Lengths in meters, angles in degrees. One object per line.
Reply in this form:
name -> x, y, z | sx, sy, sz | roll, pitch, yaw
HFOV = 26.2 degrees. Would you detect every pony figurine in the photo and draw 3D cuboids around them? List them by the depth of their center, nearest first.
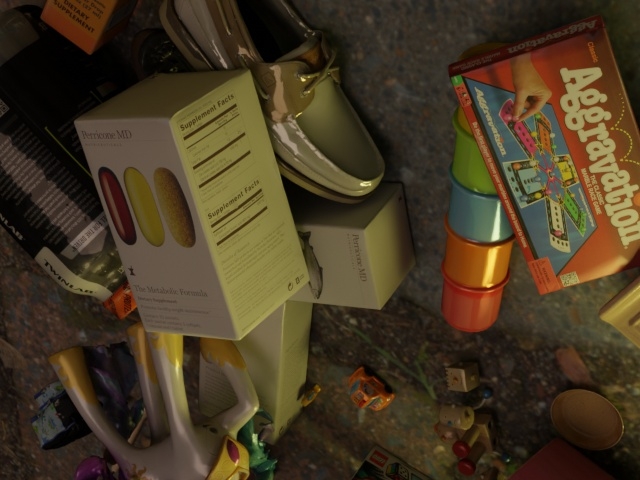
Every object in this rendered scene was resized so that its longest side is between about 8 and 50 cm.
pony figurine -> -0.187, 0.278, 1.628 | 0.351, 0.303, 0.363 | -24, 85, 37

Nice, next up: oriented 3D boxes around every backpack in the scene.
backpack -> -0.343, 0.232, 1.888 | 0.114, 0.105, 0.084 | -39, 73, 42

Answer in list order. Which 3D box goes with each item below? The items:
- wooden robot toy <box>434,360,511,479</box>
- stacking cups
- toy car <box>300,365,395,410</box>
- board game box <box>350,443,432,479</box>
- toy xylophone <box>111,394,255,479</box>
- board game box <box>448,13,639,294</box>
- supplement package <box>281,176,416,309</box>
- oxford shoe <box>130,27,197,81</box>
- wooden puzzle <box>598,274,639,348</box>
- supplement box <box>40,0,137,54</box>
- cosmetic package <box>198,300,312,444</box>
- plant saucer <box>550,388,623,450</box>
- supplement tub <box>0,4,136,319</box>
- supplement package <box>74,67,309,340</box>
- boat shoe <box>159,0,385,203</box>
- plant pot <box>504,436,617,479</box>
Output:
wooden robot toy -> 0.159, 0.221, 1.599 | 0.079, 0.076, 0.173 | 4, 122, 42
stacking cups -> 0.167, -0.047, 1.408 | 0.096, 0.096, 0.316 | 21, 133, 18
toy car -> 0.030, 0.197, 1.676 | 0.122, 0.040, 0.060 | -27, 104, 40
board game box -> 0.145, 0.395, 1.636 | 0.305, 0.193, 0.053 | 31, 131, 9
toy xylophone -> -0.195, 0.352, 1.889 | 0.236, 0.081, 0.323 | 32, 131, 10
board game box -> 0.235, -0.072, 1.303 | 0.145, 0.027, 0.281 | -18, 127, 14
supplement package -> 0.000, 0.000, 1.519 | 0.179, 0.105, 0.105 | 4, 121, 29
oxford shoe -> -0.136, -0.147, 1.535 | 0.096, 0.083, 0.227 | 35, 157, 57
wooden puzzle -> 0.431, 0.081, 1.358 | 0.238, 0.044, 0.221 | 38, 132, -3
supplement box -> -0.218, -0.313, 1.463 | 0.078, 0.080, 0.233 | 37, 130, 2
cosmetic package -> -0.079, 0.125, 1.667 | 0.117, 0.085, 0.231 | 21, 127, 19
plant saucer -> 0.298, 0.196, 1.529 | 0.083, 0.015, 0.083 | 15, 127, 21
supplement tub -> -0.286, -0.084, 1.569 | 0.338, 0.207, 0.207 | 47, 132, -3
supplement package -> -0.128, -0.039, 1.408 | 0.139, 0.134, 0.244 | 2, 118, 37
boat shoe -> -0.037, -0.168, 1.425 | 0.302, 0.113, 0.103 | 45, 134, -4
plant pot -> 0.277, 0.327, 1.525 | 0.180, 0.201, 0.201 | 49, 133, 14
